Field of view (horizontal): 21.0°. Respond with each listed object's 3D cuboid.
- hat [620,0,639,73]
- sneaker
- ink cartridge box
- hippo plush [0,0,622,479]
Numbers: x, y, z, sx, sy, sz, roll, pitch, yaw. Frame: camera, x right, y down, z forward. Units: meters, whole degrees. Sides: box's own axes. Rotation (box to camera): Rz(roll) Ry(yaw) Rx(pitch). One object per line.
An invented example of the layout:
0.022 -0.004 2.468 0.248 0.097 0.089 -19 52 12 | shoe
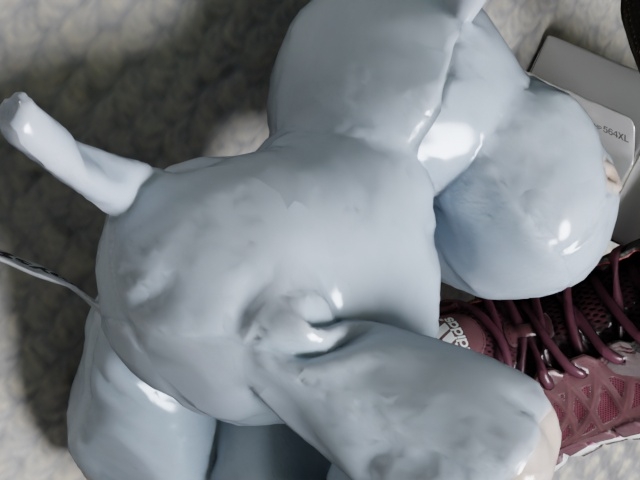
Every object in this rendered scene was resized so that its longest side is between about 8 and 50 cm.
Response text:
0.130 -0.196 0.792 0.134 0.331 0.331 -1 120 -3 | hat
0.124 0.055 0.900 0.162 0.106 0.281 14 141 -41 | sneaker
0.168 -0.048 0.980 0.143 0.092 0.090 20 97 -50 | ink cartridge box
0.000 0.000 0.778 0.294 0.234 0.236 38 56 -10 | hippo plush
